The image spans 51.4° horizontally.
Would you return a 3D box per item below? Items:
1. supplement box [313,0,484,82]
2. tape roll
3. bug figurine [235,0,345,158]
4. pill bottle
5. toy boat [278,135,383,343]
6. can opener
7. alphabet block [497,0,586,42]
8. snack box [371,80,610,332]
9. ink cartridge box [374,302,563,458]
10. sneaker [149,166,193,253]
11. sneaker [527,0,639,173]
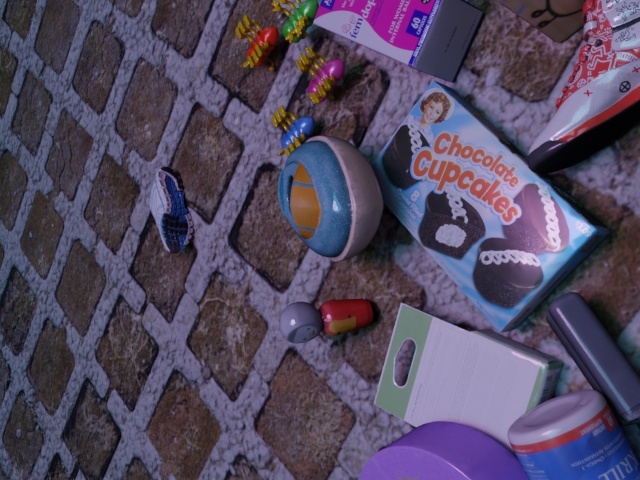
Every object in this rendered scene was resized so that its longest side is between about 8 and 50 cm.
[{"bbox_3d":[0.112,-0.335,1.002,0.220,0.113,0.111,36,112,38],"label":"supplement box"},{"bbox_3d":[0.176,0.388,0.886,0.274,0.090,0.275,16,112,43],"label":"tape roll"},{"bbox_3d":[-0.047,-0.289,1.147,0.216,0.072,0.279,-38,67,47],"label":"bug figurine"},{"bbox_3d":[0.323,0.299,0.773,0.124,0.124,0.222,-33,82,35],"label":"pill bottle"},{"bbox_3d":[0.000,0.000,1.025,0.267,0.148,0.319,-157,62,-71],"label":"toy boat"},{"bbox_3d":[0.385,0.178,0.786,0.095,0.076,0.284,-29,65,2],"label":"can opener"},{"bbox_3d":[0.282,-0.391,0.801,0.192,0.197,0.194,-36,66,35],"label":"alphabet block"},{"bbox_3d":[0.215,-0.054,0.933,0.322,0.060,0.187,52,119,30],"label":"snack box"},{"bbox_3d":[0.199,0.204,0.939,0.235,0.056,0.171,22,102,41],"label":"ink cartridge box"},{"bbox_3d":[-0.323,-0.054,1.401,0.083,0.071,0.191,-35,58,41],"label":"sneaker"},{"bbox_3d":[0.342,-0.210,0.810,0.270,0.090,0.145,-40,63,26],"label":"sneaker"}]
